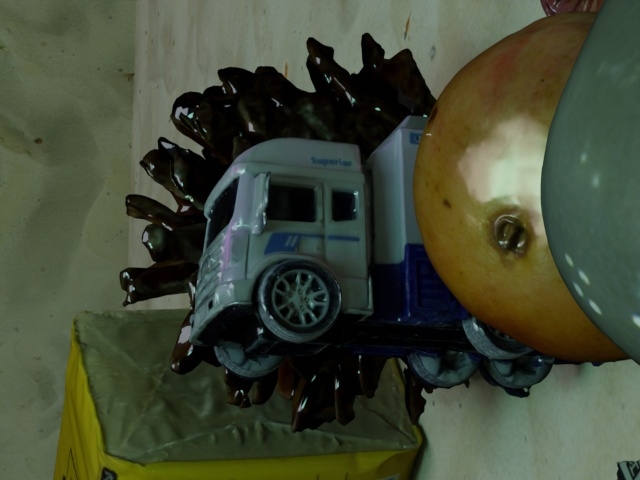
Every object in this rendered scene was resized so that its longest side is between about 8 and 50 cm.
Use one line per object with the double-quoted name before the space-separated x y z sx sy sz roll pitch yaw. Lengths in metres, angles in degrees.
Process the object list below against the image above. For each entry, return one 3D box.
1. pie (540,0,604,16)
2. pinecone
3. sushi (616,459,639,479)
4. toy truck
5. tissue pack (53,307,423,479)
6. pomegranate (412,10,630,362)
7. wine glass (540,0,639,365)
"pie" 0.181 -0.188 0.835 0.182 0.050 0.182 178 90 -72
"pinecone" -0.005 0.003 1.017 0.242 0.296 0.298 132 128 -59
"sushi" 0.191 0.184 0.783 0.126 0.026 0.120 146 124 -70
"toy truck" 0.058 0.004 0.838 0.124 0.268 0.155 136 136 -65
"tissue pack" -0.099 0.261 1.279 0.228 0.293 0.382 -117 33 -49
"pomegranate" 0.143 -0.033 0.712 0.191 0.191 0.191 -177 90 -73
"wine glass" 0.187 0.023 0.497 0.238 0.238 0.323 -121 40 -61
